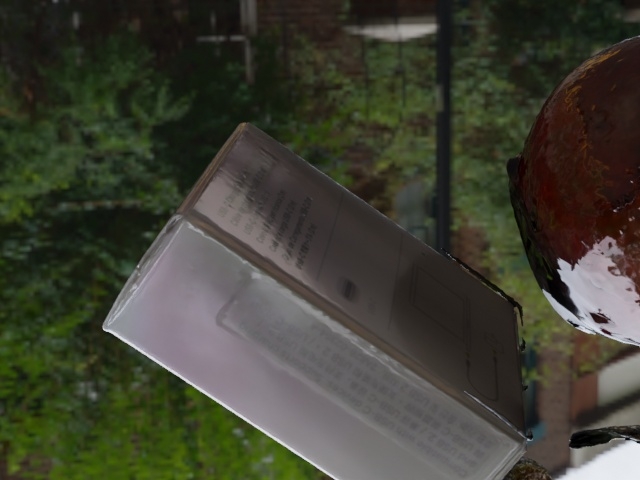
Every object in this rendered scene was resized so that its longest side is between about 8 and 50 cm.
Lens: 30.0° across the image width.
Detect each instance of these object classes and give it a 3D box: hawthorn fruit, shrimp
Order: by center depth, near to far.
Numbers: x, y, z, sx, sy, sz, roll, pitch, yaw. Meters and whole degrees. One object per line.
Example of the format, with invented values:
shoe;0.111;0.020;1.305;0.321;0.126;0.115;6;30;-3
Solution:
hawthorn fruit;0.308;-0.041;1.050;0.316;0.316;0.316;-1;-169;0
shrimp;0.449;0.316;1.729;0.198;0.051;0.262;-2;-168;25

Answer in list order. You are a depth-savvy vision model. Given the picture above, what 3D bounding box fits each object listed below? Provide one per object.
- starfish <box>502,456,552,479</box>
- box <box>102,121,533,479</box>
starfish;0.192;0.399;1.414;0.113;0.303;0.312;17;-168;29
box;0.010;0.049;0.782;0.252;0.106;0.203;35;-158;-7
